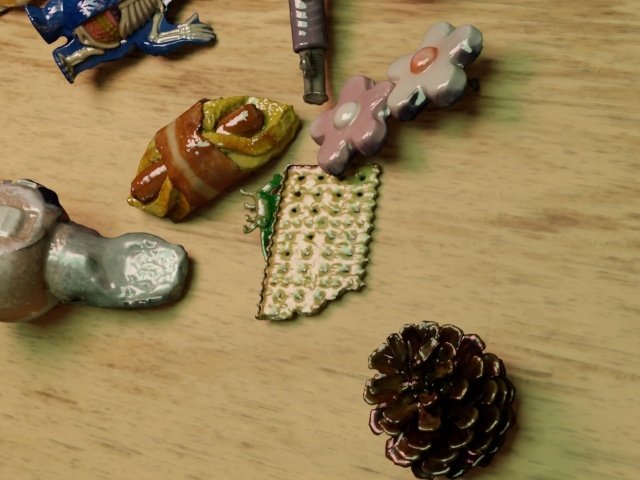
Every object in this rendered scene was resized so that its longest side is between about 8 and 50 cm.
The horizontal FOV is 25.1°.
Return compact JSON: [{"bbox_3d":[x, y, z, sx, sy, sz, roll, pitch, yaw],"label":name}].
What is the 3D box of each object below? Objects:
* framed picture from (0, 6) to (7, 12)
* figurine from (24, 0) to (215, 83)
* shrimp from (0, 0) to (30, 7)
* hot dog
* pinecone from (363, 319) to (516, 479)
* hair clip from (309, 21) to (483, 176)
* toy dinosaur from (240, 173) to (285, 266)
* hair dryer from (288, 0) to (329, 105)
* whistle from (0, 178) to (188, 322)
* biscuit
[{"bbox_3d":[-0.518,-0.421,2.212,0.274,0.017,0.217,-21,61,23],"label":"framed picture"},{"bbox_3d":[-0.266,-0.321,1.965,0.262,0.121,0.164,-16,98,5],"label":"figurine"},{"bbox_3d":[-0.441,-0.466,2.138,0.145,0.059,0.254,-3,69,27],"label":"shrimp"},{"bbox_3d":[-0.151,-0.113,1.821,0.261,0.093,0.123,-35,56,14],"label":"hot dog"},{"bbox_3d":[0.117,0.158,1.509,0.162,0.165,0.163,-13,53,18],"label":"pinecone"},{"bbox_3d":[0.092,-0.170,1.716,0.257,0.075,0.146,-26,46,22],"label":"hair clip"},{"bbox_3d":[-0.066,-0.027,1.781,0.060,0.029,0.120,-11,66,8],"label":"toy dinosaur"},{"bbox_3d":[-0.016,-0.348,1.772,0.121,0.301,0.361,-7,87,-1],"label":"hair dryer"},{"bbox_3d":[-0.334,0.032,1.858,0.347,0.189,0.189,9,74,10],"label":"whistle"},{"bbox_3d":[0.000,0.000,1.729,0.144,0.016,0.203,0,70,26],"label":"biscuit"}]
